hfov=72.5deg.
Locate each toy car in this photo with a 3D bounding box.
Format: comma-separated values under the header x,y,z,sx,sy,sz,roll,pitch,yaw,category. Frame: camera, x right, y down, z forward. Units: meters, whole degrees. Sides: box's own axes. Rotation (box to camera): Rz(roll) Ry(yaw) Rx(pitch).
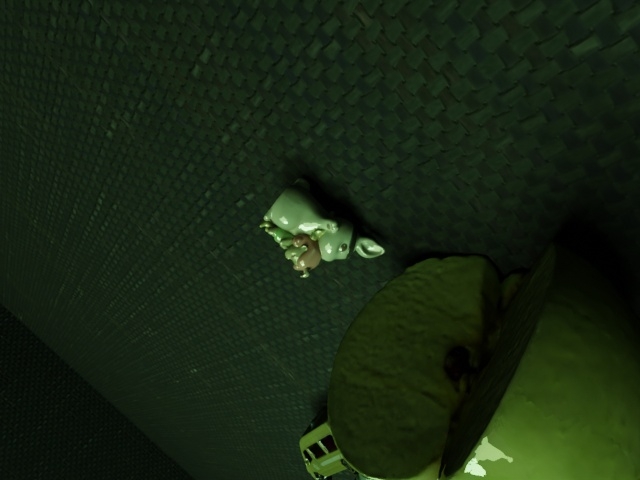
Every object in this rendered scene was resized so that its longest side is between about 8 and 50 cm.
x,y,z,sx,sy,sz,roll,pitch,yaw,category
0.025,0.420,0.920,0.124,0.101,0.257,41,139,7,toy car

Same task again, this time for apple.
x,y,z,sx,sy,sz,roll,pitch,yaw,category
0.174,0.150,0.430,0.233,0.258,0.295,48,143,-11,apple

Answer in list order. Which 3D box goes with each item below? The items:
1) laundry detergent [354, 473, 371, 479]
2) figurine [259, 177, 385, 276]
x,y,z,sx,sy,sz,roll,pitch,yaw,category
0.175,0.616,0.973,0.264,0.125,0.398,7,128,37,laundry detergent
-0.001,0.001,0.565,0.146,0.081,0.098,40,104,-1,figurine
